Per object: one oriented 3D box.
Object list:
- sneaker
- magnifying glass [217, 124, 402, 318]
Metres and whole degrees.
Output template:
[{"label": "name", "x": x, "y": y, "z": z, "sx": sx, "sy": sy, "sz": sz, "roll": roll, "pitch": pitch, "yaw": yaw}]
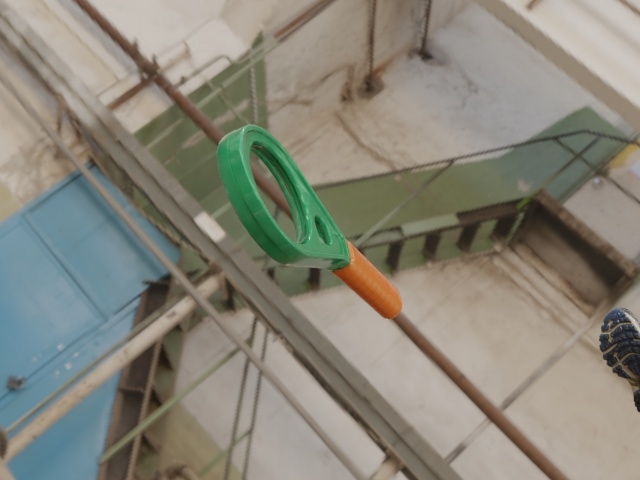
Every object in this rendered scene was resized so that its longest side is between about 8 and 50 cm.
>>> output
[{"label": "sneaker", "x": 0.345, "y": 0.129, "z": 0.906, "sx": 0.052, "sy": 0.058, "sz": 0.135, "roll": -22, "pitch": -85, "yaw": 47}, {"label": "magnifying glass", "x": 0.000, "y": 0.000, "z": 0.599, "sx": 0.231, "sy": 0.026, "sz": 0.092, "roll": 40, "pitch": 30, "yaw": -48}]
